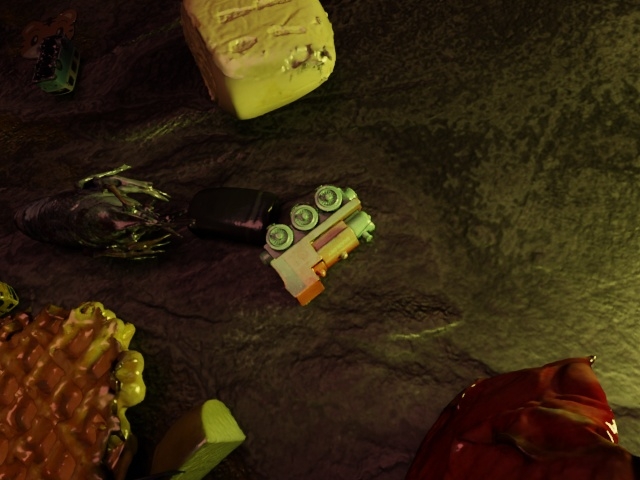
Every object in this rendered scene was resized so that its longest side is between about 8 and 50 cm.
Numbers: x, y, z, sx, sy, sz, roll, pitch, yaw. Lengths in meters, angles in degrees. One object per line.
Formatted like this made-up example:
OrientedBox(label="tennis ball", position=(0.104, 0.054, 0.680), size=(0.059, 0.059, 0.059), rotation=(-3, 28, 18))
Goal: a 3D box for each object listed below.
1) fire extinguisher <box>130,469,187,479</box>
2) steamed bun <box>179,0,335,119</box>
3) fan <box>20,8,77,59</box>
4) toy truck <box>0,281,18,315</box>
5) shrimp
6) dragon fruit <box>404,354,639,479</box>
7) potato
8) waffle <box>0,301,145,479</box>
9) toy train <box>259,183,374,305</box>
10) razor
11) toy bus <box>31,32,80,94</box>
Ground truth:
OrientedBox(label="fire extinguisher", position=(-0.235, 0.409, 0.549), size=(0.138, 0.102, 0.343), rotation=(16, 86, 29))
OrientedBox(label="steamed bun", position=(-0.100, -0.329, 0.855), size=(0.232, 0.166, 0.273), rotation=(-26, 67, -11))
OrientedBox(label="fan", position=(-0.631, -0.440, 1.133), size=(0.153, 0.008, 0.226), rotation=(-14, 63, 9))
OrientedBox(label="toy truck", position=(-0.564, 0.109, 0.845), size=(0.083, 0.054, 0.049), rotation=(-40, 63, -4))
OrientedBox(label="shrimp", position=(-0.342, -0.054, 0.804), size=(0.372, 0.137, 0.172), rotation=(-1, 83, 16))
OrientedBox(label="dragon fruit", position=(0.145, 0.213, 0.460), size=(0.228, 0.329, 0.285), rotation=(5, 69, 24))
OrientedBox(label="potato", position=(-0.188, 0.270, 0.632), size=(0.149, 0.120, 0.081), rotation=(-42, 64, -6))
OrientedBox(label="waffle", position=(-0.422, 0.272, 0.715), size=(0.382, 0.095, 0.379), rotation=(-11, 63, 14))
OrientedBox(label="toy train", position=(0.000, 0.000, 0.734), size=(0.176, 0.074, 0.118), rotation=(-37, 72, -8))
OrientedBox(label="razor", position=(-0.142, -0.043, 0.797), size=(0.148, 0.054, 0.090), rotation=(7, 65, 18))
OrientedBox(label="toy bus", position=(-0.552, -0.364, 1.040), size=(0.060, 0.075, 0.122), rotation=(-8, 65, 13))
